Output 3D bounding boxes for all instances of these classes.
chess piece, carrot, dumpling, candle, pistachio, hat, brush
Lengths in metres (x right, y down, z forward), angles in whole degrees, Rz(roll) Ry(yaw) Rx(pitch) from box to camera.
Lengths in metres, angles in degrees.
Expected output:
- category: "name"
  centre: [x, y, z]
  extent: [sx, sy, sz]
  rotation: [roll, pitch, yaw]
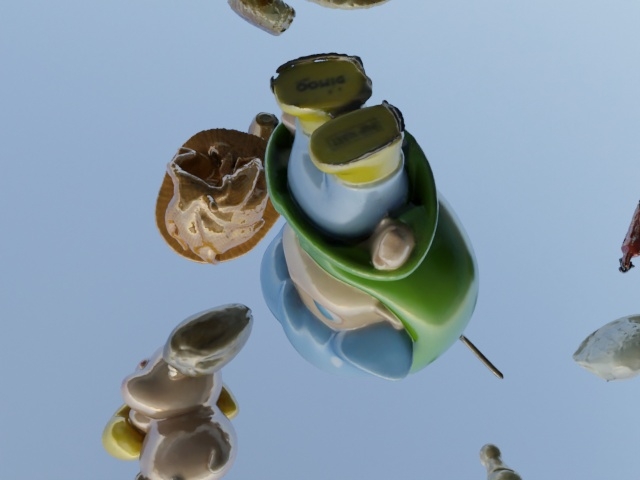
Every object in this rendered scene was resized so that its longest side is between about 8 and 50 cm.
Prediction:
- category: "chess piece"
  centre: [0.437, 0.608, 1.581]
  extent: [0.138, 0.124, 0.307]
  rotation: [35, -155, -41]
- category: "carrot"
  centre: [-0.142, -0.232, 1.697]
  extent: [0.082, 0.173, 0.082]
  rotation: [7, -132, -8]
- category: "dumpling"
  centre: [0.607, 0.214, 1.394]
  extent: [0.092, 0.176, 0.150]
  rotation: [43, -136, -16]
- category: "candle"
  centre: [0.808, -0.032, 1.744]
  extent: [0.059, 0.084, 0.302]
  rotation: [49, -118, -27]
- category: "pistachio"
  centre: [-0.197, 0.175, 1.261]
  extent: [0.185, 0.126, 0.108]
  rotation: [-27, -75, -31]
- category: "hat"
  centre: [-0.153, -0.062, 1.098]
  extent: [0.244, 0.233, 0.234]
  rotation: [-4, -82, -6]
- category: "brush"
  centre: [0.292, 0.204, 1.389]
  extent: [0.021, 0.070, 0.196]
  rotation: [-44, -95, 6]

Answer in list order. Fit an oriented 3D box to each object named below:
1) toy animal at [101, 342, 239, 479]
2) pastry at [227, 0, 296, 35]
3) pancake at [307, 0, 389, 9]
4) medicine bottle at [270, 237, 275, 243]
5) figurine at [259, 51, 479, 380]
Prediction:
- category: "toy animal"
  centre: [-0.307, 0.322, 1.385]
  extent: [0.277, 0.345, 0.247]
  rotation: [-5, -70, -4]
- category: "pastry"
  centre: [-0.123, -0.480, 1.441]
  extent: [0.153, 0.081, 0.153]
  rotation: [34, -167, -9]
- category: "pancake"
  centre: [0.049, -0.556, 1.104]
  extent: [0.386, 0.082, 0.387]
  rotation: [-3, -79, -16]
- category: "medicine bottle"
  centre: [0.000, -0.001, 1.569]
  extent: [0.112, 0.222, 0.149]
  rotation: [52, -147, -19]
- category: "figurine"
  centre: [0.028, 0.000, 0.451]
  extent: [0.143, 0.263, 0.162]
  rotation: [-30, -120, -10]
